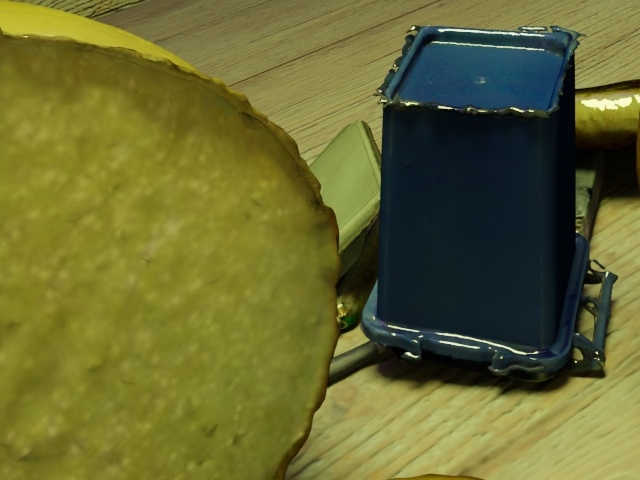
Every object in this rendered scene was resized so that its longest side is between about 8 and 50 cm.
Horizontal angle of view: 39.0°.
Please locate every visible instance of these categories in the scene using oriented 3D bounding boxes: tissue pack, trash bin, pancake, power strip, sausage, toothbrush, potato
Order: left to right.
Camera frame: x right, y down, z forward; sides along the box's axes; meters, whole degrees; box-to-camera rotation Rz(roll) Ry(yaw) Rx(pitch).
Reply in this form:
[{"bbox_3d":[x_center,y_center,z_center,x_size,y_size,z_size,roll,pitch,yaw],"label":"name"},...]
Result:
[{"bbox_3d":[-0.236,0.064,0.490,0.442,0.386,0.319,-25,31,-24],"label":"potato"},{"bbox_3d":[0.000,0.000,0.846,0.198,0.064,0.213,-46,19,16],"label":"power strip"},{"bbox_3d":[0.025,0.097,0.728,0.288,0.024,0.026,-23,42,-20],"label":"toothbrush"},{"bbox_3d":[0.056,0.007,0.875,0.032,0.033,0.269,-2,29,23],"label":"sausage"},{"bbox_3d":[0.126,-0.026,0.657,0.183,0.235,0.163,8,41,18],"label":"trash bin"},{"bbox_3d":[0.210,-0.041,0.875,0.112,0.051,0.156,0,29,24],"label":"tissue pack"},{"bbox_3d":[0.285,-0.128,0.952,0.426,0.067,0.304,-2,6,25],"label":"pancake"}]

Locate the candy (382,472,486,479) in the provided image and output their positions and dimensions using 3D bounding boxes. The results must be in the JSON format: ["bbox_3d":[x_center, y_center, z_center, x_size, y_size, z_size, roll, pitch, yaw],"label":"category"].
[{"bbox_3d":[0.035,0.216,0.384,0.259,0.118,0.260,-12,29,7],"label":"candy"}]

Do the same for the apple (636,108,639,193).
[{"bbox_3d":[0.365,-0.083,0.490,0.374,0.374,0.384,8,48,37],"label":"apple"}]
